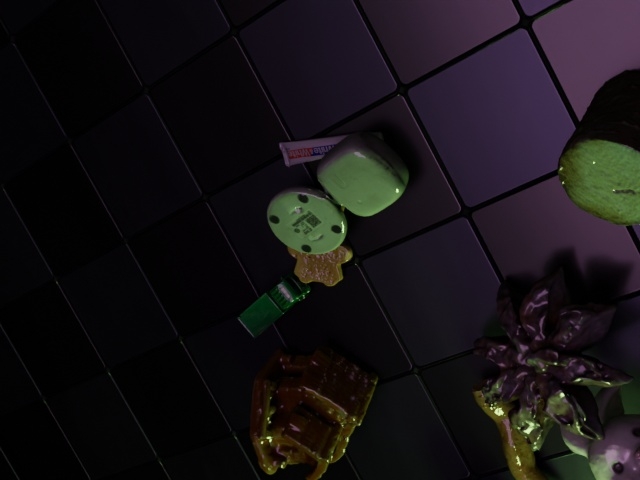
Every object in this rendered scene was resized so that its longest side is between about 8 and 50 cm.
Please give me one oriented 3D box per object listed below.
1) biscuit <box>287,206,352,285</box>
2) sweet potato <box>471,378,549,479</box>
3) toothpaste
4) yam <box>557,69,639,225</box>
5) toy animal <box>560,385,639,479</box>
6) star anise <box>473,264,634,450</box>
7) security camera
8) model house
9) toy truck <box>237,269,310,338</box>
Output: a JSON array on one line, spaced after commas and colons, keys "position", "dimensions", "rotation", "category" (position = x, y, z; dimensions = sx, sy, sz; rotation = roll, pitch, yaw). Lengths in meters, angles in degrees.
[{"position": [-0.004, 0.002, 1.824], "dimensions": [0.133, 0.027, 0.184], "rotation": [-4, 105, 24], "category": "biscuit"}, {"position": [0.374, 0.389, 1.764], "dimensions": [0.067, 0.059, 0.281], "rotation": [-27, 99, 1], "category": "sweet potato"}, {"position": [0.019, -0.176, 1.747], "dimensions": [0.218, 0.033, 0.052], "rotation": [-6, 115, 32], "category": "toothpaste"}, {"position": [0.460, -0.140, 1.391], "dimensions": [0.168, 0.304, 0.168], "rotation": [14, 125, 22], "category": "yam"}, {"position": [0.571, 0.383, 1.570], "dimensions": [0.310, 0.247, 0.183], "rotation": [28, 103, -2], "category": "toy animal"}, {"position": [0.383, 0.203, 1.596], "dimensions": [0.332, 0.117, 0.331], "rotation": [-4, 84, 46], "category": "star anise"}, {"position": [0.027, -0.084, 1.730], "dimensions": [0.157, 0.080, 0.301], "rotation": [41, 128, -17], "category": "security camera"}, {"position": [-0.011, 0.346, 1.870], "dimensions": [0.229, 0.199, 0.219], "rotation": [-10, 116, 33], "category": "model house"}, {"position": [-0.092, 0.126, 1.887], "dimensions": [0.147, 0.079, 0.065], "rotation": [-41, 87, 30], "category": "toy truck"}]
